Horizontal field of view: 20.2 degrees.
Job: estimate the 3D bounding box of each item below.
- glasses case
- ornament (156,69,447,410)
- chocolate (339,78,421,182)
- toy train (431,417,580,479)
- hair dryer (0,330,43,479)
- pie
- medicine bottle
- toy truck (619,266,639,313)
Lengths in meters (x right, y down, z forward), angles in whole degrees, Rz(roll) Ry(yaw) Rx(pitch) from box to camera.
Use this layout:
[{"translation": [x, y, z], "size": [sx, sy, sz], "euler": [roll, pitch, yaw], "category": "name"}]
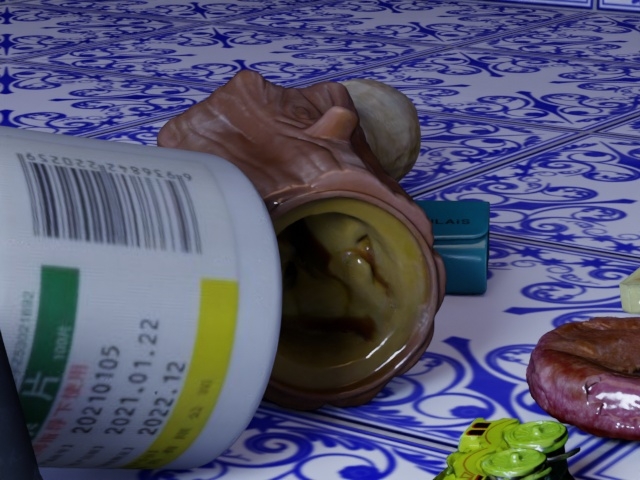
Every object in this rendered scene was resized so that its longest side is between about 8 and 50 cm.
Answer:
[{"translation": [0.000, 0.000, 1.595], "size": [0.301, 0.070, 0.117], "euler": [3, 16, 5], "category": "glasses case"}, {"translation": [-0.020, 0.012, 1.330], "size": [0.235, 0.221, 0.217], "euler": [-42, 25, 1], "category": "ornament"}, {"translation": [0.007, -0.093, 1.830], "size": [0.134, 0.134, 0.309], "euler": [6, 14, 22], "category": "chocolate"}, {"translation": [0.082, 0.162, 1.015], "size": [0.085, 0.053, 0.250], "euler": [-3, 13, 24], "category": "toy train"}, {"translation": [-0.302, 0.137, 0.923], "size": [0.352, 0.189, 0.107], "euler": [-9, 9, 23], "category": "hair dryer"}, {"translation": [0.230, 0.099, 1.247], "size": [0.182, 0.049, 0.182], "euler": [4, 17, -1], "category": "pie"}, {"translation": [-0.214, 0.031, 1.075], "size": [0.340, 0.208, 0.208], "euler": [6, 9, -34], "category": "medicine bottle"}, {"translation": [0.347, 0.006, 1.466], "size": [0.157, 0.124, 0.272], "euler": [-4, 15, 28], "category": "toy truck"}]
